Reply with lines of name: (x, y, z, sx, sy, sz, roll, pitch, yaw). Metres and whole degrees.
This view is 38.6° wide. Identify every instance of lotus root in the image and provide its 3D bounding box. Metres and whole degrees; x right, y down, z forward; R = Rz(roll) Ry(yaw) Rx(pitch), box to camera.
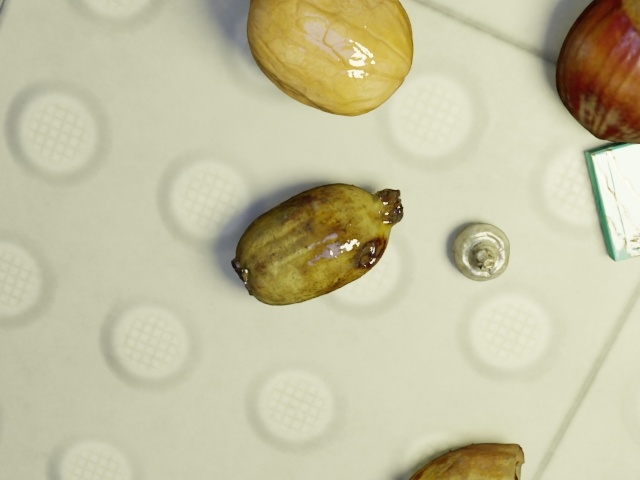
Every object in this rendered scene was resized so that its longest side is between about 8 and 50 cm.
lotus root: (0.201, 0.388, 1.325, 0.180, 0.188, 0.199, 8, 105, 16)
lotus root: (0.000, 0.000, 1.275, 0.260, 0.128, 0.145, -27, 90, 7)

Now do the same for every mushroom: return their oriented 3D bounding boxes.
mushroom: (0.228, 0.020, 1.288, 0.085, 0.079, 0.085, 2, 104, 6)

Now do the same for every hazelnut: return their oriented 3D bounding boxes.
hazelnut: (0.417, -0.227, 1.187, 0.212, 0.181, 0.181, 22, 72, -1)

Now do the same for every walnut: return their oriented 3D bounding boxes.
walnut: (0.011, -0.258, 1.184, 0.226, 0.193, 0.193, 21, 103, -9)

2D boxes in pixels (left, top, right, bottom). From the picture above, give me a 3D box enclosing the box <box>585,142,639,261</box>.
box: (0.500, -0.077, 1.269, 0.229, 0.041, 0.162, -16, 100, 6)
